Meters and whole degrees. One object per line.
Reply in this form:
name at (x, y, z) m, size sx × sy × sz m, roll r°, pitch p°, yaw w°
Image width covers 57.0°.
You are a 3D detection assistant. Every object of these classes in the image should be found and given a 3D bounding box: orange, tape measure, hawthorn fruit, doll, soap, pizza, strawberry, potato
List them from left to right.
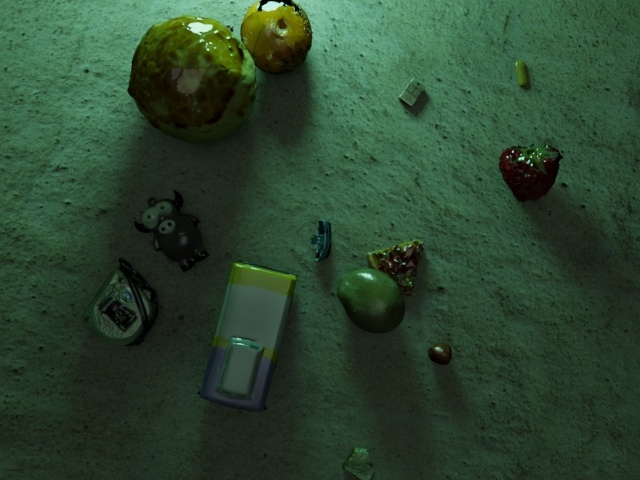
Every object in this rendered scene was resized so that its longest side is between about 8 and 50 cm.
tape measure at (-0.603, 0.206, 1.837) m, size 0.207 × 0.115 × 0.235 m, roll 34°, pitch 87°, yaw 0°
doll at (-0.465, -0.028, 1.849) m, size 0.182 × 0.117 × 0.257 m, roll -35°, pitch 94°, yaw 2°
orange at (-0.137, -0.642, 1.845) m, size 0.235 × 0.182 × 0.234 m, roll -3°, pitch 103°, yaw -14°
potato at (0.160, 0.187, 1.865) m, size 0.235 × 0.160 × 0.178 m, roll 33°, pitch 62°, yaw 12°
pizza at (0.260, 0.063, 1.923) m, size 0.201 × 0.053 × 0.193 m, roll 35°, pitch 87°, yaw -2°
hawthorn fruit at (0.391, 0.370, 1.919) m, size 0.077 × 0.077 × 0.077 m, roll 0°, pitch 89°, yaw -4°
soap at (0.678, -0.562, 1.983) m, size 0.034 × 0.012 × 0.089 m, roll -10°, pitch 89°, yaw -4°
strawberry at (0.674, -0.218, 1.908) m, size 0.187 × 0.184 × 0.201 m, roll -25°, pitch 129°, yaw -22°

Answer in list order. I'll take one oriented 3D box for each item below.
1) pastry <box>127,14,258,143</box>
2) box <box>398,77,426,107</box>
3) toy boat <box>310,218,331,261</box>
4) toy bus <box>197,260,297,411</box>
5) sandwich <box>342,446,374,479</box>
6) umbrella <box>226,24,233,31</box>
pastry at (-0.381, -0.482, 1.759) m, size 0.389 × 0.312 × 0.388 m, roll -1°, pitch 96°, yaw -7°
box at (0.303, -0.489, 1.953) m, size 0.053 × 0.024 × 0.083 m, roll 36°, pitch 88°, yaw -2°
toy boat at (0.000, 0.000, 1.905) m, size 0.061 × 0.060 × 0.137 m, roll 1°, pitch 95°, yaw -23°
toy bus at (-0.215, 0.296, 1.790) m, size 0.210 × 0.249 × 0.439 m, roll 15°, pitch 88°, yaw -3°
sandwich at (0.135, 0.726, 1.910) m, size 0.105 × 0.036 × 0.093 m, roll 39°, pitch 86°, yaw -3°
umbrella at (-0.342, -0.638, 1.913) m, size 0.165 × 0.025 × 0.027 m, roll -45°, pitch 79°, yaw 1°
